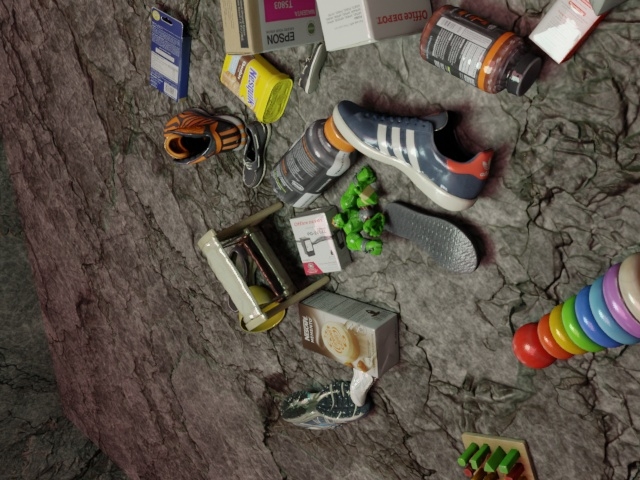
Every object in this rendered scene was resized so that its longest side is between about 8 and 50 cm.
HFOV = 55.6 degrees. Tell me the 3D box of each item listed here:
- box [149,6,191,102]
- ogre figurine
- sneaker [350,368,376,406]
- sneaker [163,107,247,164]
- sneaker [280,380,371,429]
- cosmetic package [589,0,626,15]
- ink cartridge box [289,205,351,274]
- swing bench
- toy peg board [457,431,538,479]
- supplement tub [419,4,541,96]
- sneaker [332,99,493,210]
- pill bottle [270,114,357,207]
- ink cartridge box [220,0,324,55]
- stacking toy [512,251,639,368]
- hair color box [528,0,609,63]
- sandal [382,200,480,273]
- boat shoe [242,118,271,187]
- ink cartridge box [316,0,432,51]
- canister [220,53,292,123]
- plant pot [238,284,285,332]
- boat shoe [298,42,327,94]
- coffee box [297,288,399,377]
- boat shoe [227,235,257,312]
[{"bbox_3d":[-0.415,-0.511,1.670,0.136,0.036,0.225,35,132,26],"label":"box"},{"bbox_3d":[0.090,-0.052,1.365,0.118,0.096,0.197,-35,77,56],"label":"ogre figurine"},{"bbox_3d":[0.114,0.363,1.573,0.061,0.053,0.152,10,105,30],"label":"sneaker"},{"bbox_3d":[-0.364,-0.281,1.630,0.321,0.180,0.125,7,114,42],"label":"sneaker"},{"bbox_3d":[0.031,0.474,1.706,0.282,0.110,0.122,-13,136,34],"label":"sneaker"},{"bbox_3d":[0.355,-0.503,0.781,0.155,0.197,0.366,-25,92,23],"label":"cosmetic package"},{"bbox_3d":[0.000,0.000,1.492,0.109,0.063,0.151,-9,104,34],"label":"ink cartridge box"},{"bbox_3d":[-0.161,0.072,1.557,0.165,0.254,0.253,-36,84,47],"label":"swing bench"},{"bbox_3d":[0.397,0.534,1.378,0.161,0.079,0.161,-9,104,46],"label":"toy peg board"},{"bbox_3d":[0.276,-0.322,1.045,0.197,0.106,0.106,36,132,25],"label":"supplement tub"},{"bbox_3d":[0.183,-0.211,1.188,0.350,0.131,0.148,36,125,18],"label":"sneaker"},{"bbox_3d":[-0.004,-0.185,1.366,0.131,0.130,0.245,57,138,6],"label":"pill bottle"},{"bbox_3d":[-0.088,-0.486,1.219,0.088,0.234,0.194,15,120,40],"label":"ink cartridge box"},{"bbox_3d":[0.474,0.146,1.088,0.141,0.141,0.330,55,144,8],"label":"stacking toy"},{"bbox_3d":[0.403,-0.357,0.949,0.072,0.043,0.141,49,136,14],"label":"hair color box"},{"bbox_3d":[0.239,-0.019,1.281,0.254,0.054,0.097,37,125,38],"label":"sandal"},{"bbox_3d":[-0.181,-0.220,1.569,0.075,0.065,0.206,38,132,24],"label":"boat shoe"},{"bbox_3d":[0.085,-0.491,1.077,0.114,0.197,0.273,2,111,45],"label":"ink cartridge box"},{"bbox_3d":[-0.158,-0.382,1.460,0.170,0.073,0.126,44,134,21],"label":"canister"},{"bbox_3d":[-0.179,0.185,1.742,0.095,0.134,0.134,62,145,39],"label":"plant pot"},{"bbox_3d":[-0.019,-0.386,1.345,0.038,0.046,0.125,39,141,17],"label":"boat shoe"},{"bbox_3d":[0.069,0.229,1.527,0.246,0.098,0.141,14,119,39],"label":"coffee box"},{"bbox_3d":[-0.244,0.108,1.775,0.102,0.092,0.285,40,133,23],"label":"boat shoe"}]
